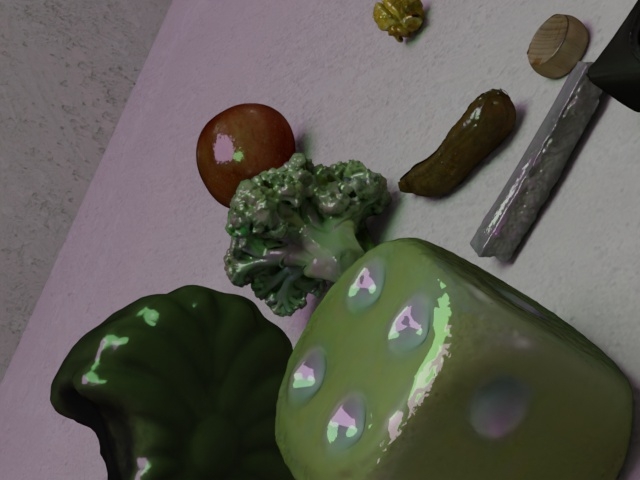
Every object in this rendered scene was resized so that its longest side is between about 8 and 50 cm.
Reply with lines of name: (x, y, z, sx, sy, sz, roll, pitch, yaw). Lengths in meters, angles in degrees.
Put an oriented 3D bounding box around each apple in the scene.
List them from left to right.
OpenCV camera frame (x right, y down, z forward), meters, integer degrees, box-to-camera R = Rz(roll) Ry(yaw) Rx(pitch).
apple: (-0.128, -0.148, 2.088, 0.181, 0.181, 0.168, -47, 50, 29)

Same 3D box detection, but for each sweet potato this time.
sweet potato: (0.177, -0.114, 1.584, 0.233, 0.062, 0.081, -44, 14, 41)

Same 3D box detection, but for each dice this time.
dice: (0.127, 0.162, 1.144, 0.249, 0.254, 0.252, -58, 26, 9)

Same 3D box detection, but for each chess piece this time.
chess piece: (0.300, -0.246, 1.505, 0.084, 0.038, 0.083, -42, 33, 35)

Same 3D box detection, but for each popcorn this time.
popcorn: (0.134, -0.362, 1.912, 0.084, 0.084, 0.084, -45, 29, 33)

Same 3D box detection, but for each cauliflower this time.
cauliflower: (0.000, 0.000, 1.683, 0.256, 0.239, 0.315, -27, 40, -17)

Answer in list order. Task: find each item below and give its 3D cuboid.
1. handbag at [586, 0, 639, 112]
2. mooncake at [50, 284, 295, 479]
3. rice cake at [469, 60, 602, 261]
handbag: (0.422, -0.255, 1.195, 0.257, 0.113, 0.285, -60, 23, -15)
mooncake: (-0.171, 0.236, 1.578, 0.187, 0.351, 0.351, -24, 44, 53)
rice cake: (0.261, -0.094, 1.404, 0.269, 0.049, 0.055, -60, 10, 6)
